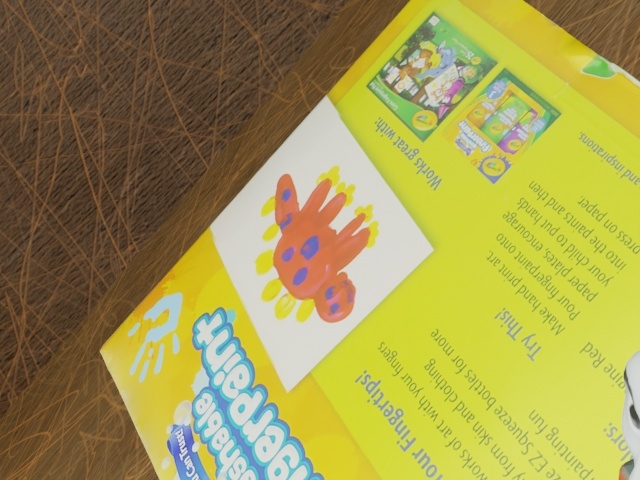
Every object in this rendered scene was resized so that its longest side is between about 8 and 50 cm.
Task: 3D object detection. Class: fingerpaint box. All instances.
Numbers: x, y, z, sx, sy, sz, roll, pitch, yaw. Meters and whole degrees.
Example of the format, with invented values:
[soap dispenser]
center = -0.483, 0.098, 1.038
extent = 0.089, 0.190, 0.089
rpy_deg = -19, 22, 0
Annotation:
[fingerpaint box]
center = 0.099, 0.087, 0.789
extent = 0.371, 0.163, 0.445
rpy_deg = -48, 38, 7

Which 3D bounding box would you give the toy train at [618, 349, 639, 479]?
[toy train]
center = 0.245, 0.062, 0.424
extent = 0.334, 0.190, 0.142
rpy_deg = -13, 28, -6
